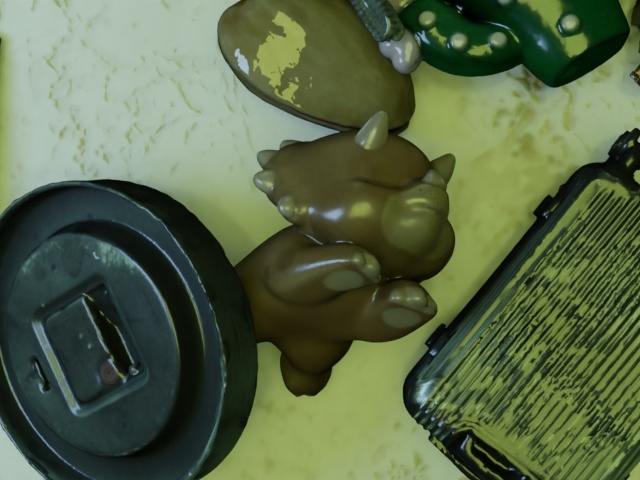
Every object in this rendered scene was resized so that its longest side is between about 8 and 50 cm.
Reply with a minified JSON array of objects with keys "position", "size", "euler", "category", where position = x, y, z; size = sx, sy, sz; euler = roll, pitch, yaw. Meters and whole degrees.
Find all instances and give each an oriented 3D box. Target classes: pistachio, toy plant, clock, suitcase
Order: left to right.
[{"position":[-0.174,0.084,1.400],"size":[0.281,0.055,0.280],"euler":[8,105,34],"category":"clock"},{"position":[0.000,-0.151,1.424],"size":[0.185,0.126,0.108],"euler":[25,135,-14],"category":"pistachio"},{"position":[0.155,-0.243,1.411],"size":[0.233,0.112,0.243],"euler":[-5,75,-2],"category":"toy plant"},{"position":[0.226,0.079,1.410],"size":[0.202,0.128,0.312],"euler":[39,93,1],"category":"suitcase"}]

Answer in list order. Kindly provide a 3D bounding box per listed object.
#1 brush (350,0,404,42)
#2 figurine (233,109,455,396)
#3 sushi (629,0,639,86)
[{"position":[-0.020,-0.287,1.413],"size":[0.070,0.051,0.323],"euler":[-40,67,22],"category":"brush"},{"position":[0.006,-0.001,1.407],"size":[0.177,0.247,0.173],"euler":[16,54,-21],"category":"figurine"},{"position":[0.326,-0.227,1.420],"size":[0.097,0.103,0.226],"euler":[36,90,-26],"category":"sushi"}]
